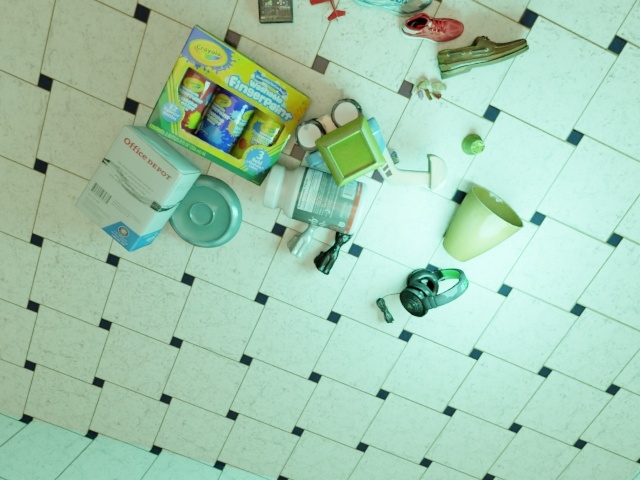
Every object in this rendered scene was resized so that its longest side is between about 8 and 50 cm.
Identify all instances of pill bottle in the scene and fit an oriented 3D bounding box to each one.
[{"bbox_3d":[-0.021,-0.165,1.647,0.364,0.210,0.210,15,109,-2],"label":"pill bottle"}]

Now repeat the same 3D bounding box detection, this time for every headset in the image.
[{"bbox_3d":[0.414,0.234,1.761,0.395,0.243,0.185,-18,104,31],"label":"headset"}]

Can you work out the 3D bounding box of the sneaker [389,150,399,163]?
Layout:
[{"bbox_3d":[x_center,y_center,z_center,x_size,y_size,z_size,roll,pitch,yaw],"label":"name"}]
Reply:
[{"bbox_3d":[0.236,-0.316,1.673,0.136,0.052,0.057,-8,88,12],"label":"sneaker"}]

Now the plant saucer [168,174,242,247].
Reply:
[{"bbox_3d":[-0.484,-0.112,1.774,0.318,0.043,0.317,1,108,2],"label":"plant saucer"}]

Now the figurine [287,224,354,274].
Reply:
[{"bbox_3d":[0.000,0.000,1.776,0.215,0.092,0.209,32,99,-7],"label":"figurine"}]

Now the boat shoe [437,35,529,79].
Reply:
[{"bbox_3d":[0.565,-0.660,1.503,0.308,0.110,0.104,-16,108,8],"label":"boat shoe"}]

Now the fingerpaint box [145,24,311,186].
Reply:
[{"bbox_3d":[-0.319,-0.463,1.523,0.445,0.163,0.371,27,108,-24],"label":"fingerpaint box"}]

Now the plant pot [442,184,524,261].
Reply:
[{"bbox_3d":[0.599,-0.042,1.670,0.237,0.237,0.254,31,121,-8],"label":"plant pot"}]

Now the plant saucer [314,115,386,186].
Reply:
[{"bbox_3d":[0.105,-0.293,1.457,0.189,0.045,0.188,-26,112,10],"label":"plant saucer"}]

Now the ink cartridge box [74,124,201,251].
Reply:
[{"bbox_3d":[-0.701,-0.202,1.667,0.285,0.166,0.395,41,106,0],"label":"ink cartridge box"}]

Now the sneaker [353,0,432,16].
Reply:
[{"bbox_3d":[0.243,-0.828,1.454,0.284,0.122,0.109,5,109,1],"label":"sneaker"}]

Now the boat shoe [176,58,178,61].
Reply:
[{"bbox_3d":[-0.467,-0.630,1.558,0.095,0.079,0.254,45,107,23],"label":"boat shoe"}]

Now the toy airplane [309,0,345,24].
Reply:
[{"bbox_3d":[0.038,-0.837,1.510,0.152,0.028,0.151,0,108,1],"label":"toy airplane"}]

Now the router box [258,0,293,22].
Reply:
[{"bbox_3d":[-0.158,-0.818,1.519,0.123,0.038,0.091,0,109,2],"label":"router box"}]

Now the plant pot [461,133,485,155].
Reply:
[{"bbox_3d":[0.583,-0.356,1.623,0.084,0.079,0.083,0,109,1],"label":"plant pot"}]

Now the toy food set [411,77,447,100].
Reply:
[{"bbox_3d":[0.400,-0.555,1.597,0.122,0.019,0.077,15,109,-11],"label":"toy food set"}]

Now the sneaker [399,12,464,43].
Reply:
[{"bbox_3d":[0.391,-0.727,1.479,0.222,0.128,0.086,-2,109,3],"label":"sneaker"}]

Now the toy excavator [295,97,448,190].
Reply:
[{"bbox_3d":[0.184,-0.312,1.573,0.433,0.222,0.444,-27,104,12],"label":"toy excavator"}]
